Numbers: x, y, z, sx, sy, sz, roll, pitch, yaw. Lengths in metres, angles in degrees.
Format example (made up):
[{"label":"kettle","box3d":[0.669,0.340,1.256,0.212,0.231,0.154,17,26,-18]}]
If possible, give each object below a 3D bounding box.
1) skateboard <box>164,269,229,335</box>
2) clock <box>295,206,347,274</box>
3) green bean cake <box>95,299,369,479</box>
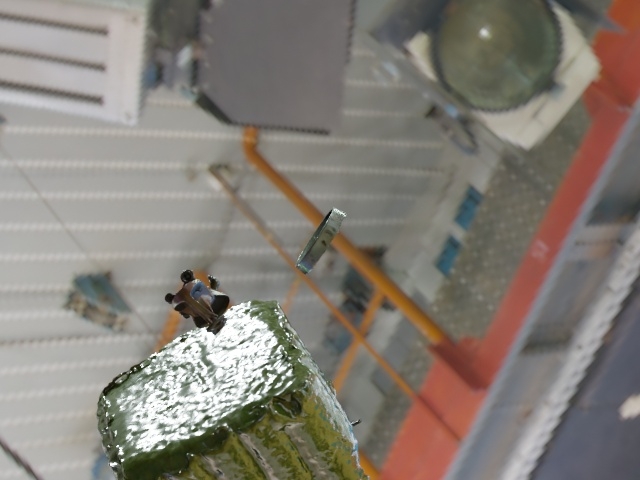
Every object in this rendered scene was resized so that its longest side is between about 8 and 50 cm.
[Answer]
[{"label":"skateboard","box3d":[-0.147,0.085,1.943,0.067,0.080,0.151,-46,-11,1]},{"label":"clock","box3d":[0.000,0.000,1.746,0.085,0.017,0.085,-56,5,7]},{"label":"green bean cake","box3d":[-0.121,0.267,2.145,0.335,0.319,0.218,-27,-63,-1]}]
